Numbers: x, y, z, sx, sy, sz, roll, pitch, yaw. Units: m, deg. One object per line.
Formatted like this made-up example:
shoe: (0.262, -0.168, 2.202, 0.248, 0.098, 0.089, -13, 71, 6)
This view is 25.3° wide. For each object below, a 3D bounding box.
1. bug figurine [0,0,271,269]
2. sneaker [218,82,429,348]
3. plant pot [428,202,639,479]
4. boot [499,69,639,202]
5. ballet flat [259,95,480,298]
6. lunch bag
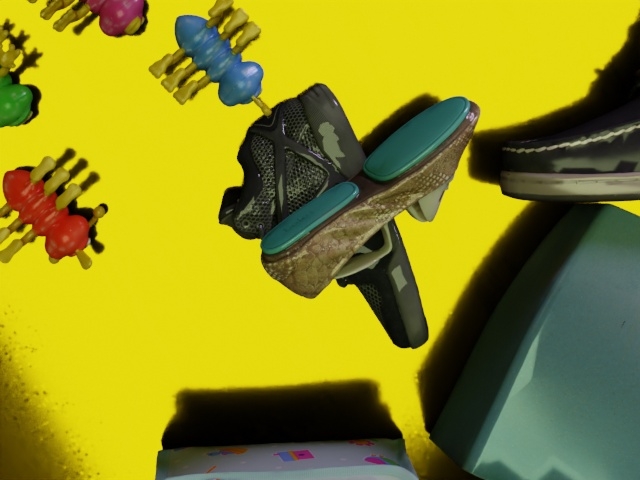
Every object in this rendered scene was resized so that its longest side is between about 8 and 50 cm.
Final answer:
bug figurine: (-0.185, -0.120, 1.147, 0.279, 0.072, 0.216, -40, 91, 7)
sneaker: (0.000, 0.000, 1.165, 0.130, 0.087, 0.228, -27, 94, 3)
plant pot: (0.220, 0.096, 1.153, 0.165, 0.166, 0.234, 23, 88, -5)
boot: (0.303, -0.188, 1.127, 0.377, 0.138, 0.284, -12, 98, -5)
ballet flat: (0.047, -0.029, 1.100, 0.206, 0.073, 0.067, -36, 116, -1)
lunch bag: (-0.024, 0.248, 1.103, 0.223, 0.262, 0.160, -2, 97, -2)
